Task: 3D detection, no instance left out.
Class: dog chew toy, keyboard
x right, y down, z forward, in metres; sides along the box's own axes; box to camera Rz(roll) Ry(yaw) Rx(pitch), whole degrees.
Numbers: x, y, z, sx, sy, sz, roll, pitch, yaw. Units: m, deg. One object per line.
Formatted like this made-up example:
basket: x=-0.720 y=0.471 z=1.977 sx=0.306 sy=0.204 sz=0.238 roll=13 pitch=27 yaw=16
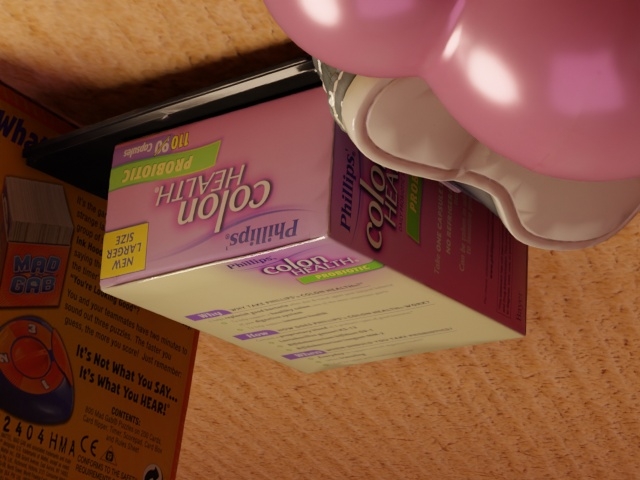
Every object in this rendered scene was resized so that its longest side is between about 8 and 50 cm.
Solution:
dog chew toy: x=0.058 y=-0.157 z=0.879 sx=0.331 sy=0.207 sz=0.206 roll=19 pitch=161 yaw=-4
keyboard: x=-0.054 y=-0.072 z=1.392 sx=0.317 sy=0.033 sz=0.201 roll=-13 pitch=154 yaw=38

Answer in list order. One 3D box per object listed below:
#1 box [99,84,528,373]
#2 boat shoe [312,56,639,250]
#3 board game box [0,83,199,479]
box: x=0.000 y=0.000 z=1.365 sx=0.213 sy=0.117 sz=0.243 roll=-13 pitch=155 yaw=37
boat shoe: x=0.116 y=-0.081 z=1.267 sx=0.319 sy=0.116 sz=0.099 roll=19 pitch=-156 yaw=-45
board game box: x=-0.352 y=0.092 z=1.542 sx=0.356 sy=0.356 sz=0.356 roll=-5 pitch=156 yaw=35
